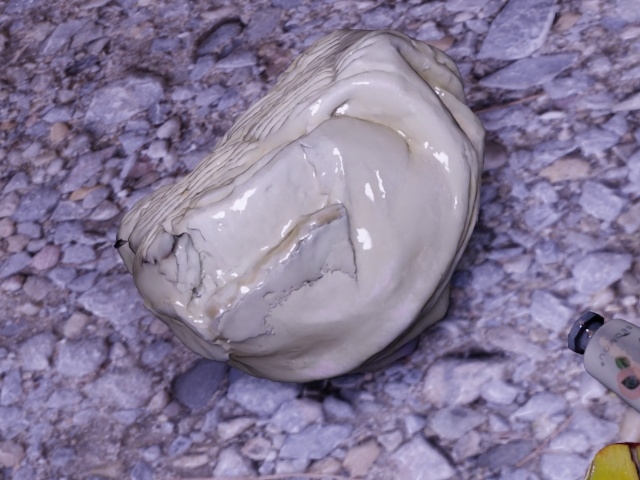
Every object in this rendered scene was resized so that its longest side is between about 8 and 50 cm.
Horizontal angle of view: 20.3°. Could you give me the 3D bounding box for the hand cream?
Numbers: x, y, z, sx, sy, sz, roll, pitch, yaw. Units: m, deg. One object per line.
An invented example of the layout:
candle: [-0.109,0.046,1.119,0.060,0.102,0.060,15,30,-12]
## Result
hand cream: [0.282,0.125,1.357,0.080,0.050,0.234,-45,50,-12]

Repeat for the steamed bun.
steamed bun: [0.000,0.000,1.513,0.346,0.237,0.394,-32,15,40]

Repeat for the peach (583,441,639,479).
peach: [0.237,0.192,1.321,0.083,0.050,0.077,31,99,54]
